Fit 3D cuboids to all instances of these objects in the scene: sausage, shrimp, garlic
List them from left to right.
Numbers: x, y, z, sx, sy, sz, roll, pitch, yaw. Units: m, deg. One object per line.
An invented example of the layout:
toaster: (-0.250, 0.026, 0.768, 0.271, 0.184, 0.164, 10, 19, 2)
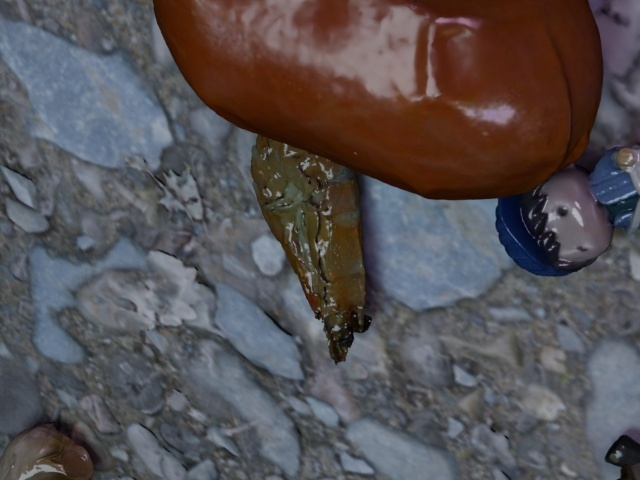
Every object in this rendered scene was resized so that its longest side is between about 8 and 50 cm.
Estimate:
garlic: (-0.255, 0.225, 1.295, 0.084, 0.066, 0.152, 34, 131, 8)
shrimp: (0.000, 0.000, 0.992, 0.091, 0.043, 0.184, 1, 114, 42)
sausage: (0.030, -0.119, 0.806, 0.268, 0.153, 0.141, 25, 142, 15)

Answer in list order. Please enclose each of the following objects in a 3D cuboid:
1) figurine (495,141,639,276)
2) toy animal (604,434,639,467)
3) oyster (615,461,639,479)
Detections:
figurine: (0.165, -0.028, 0.849, 0.136, 0.079, 0.077, -25, 110, 18)
toy animal: (0.174, 0.241, 1.006, 0.137, 0.082, 0.269, 40, 133, 6)
oyster: (0.327, 0.216, 0.840, 0.336, 0.198, 0.133, 14, 141, 4)
